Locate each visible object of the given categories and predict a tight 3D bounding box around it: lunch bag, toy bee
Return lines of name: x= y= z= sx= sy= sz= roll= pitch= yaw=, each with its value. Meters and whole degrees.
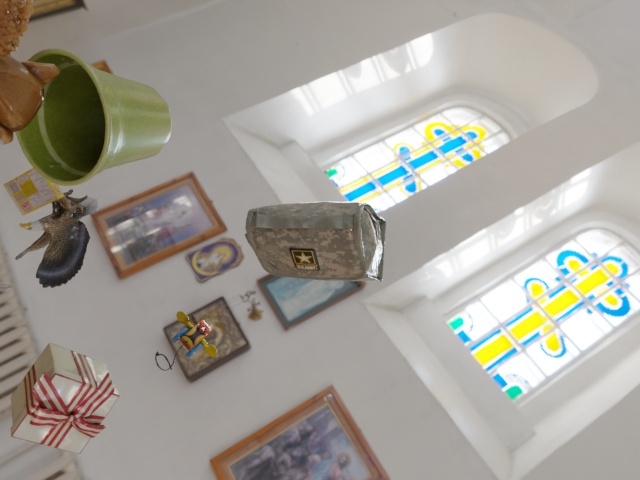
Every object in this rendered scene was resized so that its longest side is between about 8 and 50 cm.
lunch bag: x=0.000 y=0.000 z=1.047 sx=0.287 sy=0.235 sz=0.169 roll=28 pitch=66 yaw=-70
toy bee: x=-0.438 y=0.347 z=1.770 sx=0.195 sy=0.162 sz=0.298 roll=45 pitch=13 yaw=-22

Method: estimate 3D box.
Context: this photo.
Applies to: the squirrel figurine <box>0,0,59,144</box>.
squirrel figurine: x=-0.628 y=-0.333 z=0.813 sx=0.396 sy=0.281 sz=0.370 roll=-8 pitch=-39 yaw=43

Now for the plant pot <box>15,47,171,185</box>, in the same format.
plant pot: x=-0.490 y=-0.274 z=1.141 sx=0.275 sy=0.254 sz=0.276 roll=5 pitch=-77 yaw=23

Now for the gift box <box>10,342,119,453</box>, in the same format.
gift box: x=-0.820 y=0.491 z=1.605 sx=0.255 sy=0.276 sz=0.258 roll=31 pitch=-1 yaw=-37

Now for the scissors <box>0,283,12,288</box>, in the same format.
scissors: x=-0.792 y=0.081 z=1.024 sx=0.021 sy=0.296 sz=0.109 roll=113 pitch=-35 yaw=-86

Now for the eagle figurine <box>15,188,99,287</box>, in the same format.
eagle figurine: x=-0.895 y=-0.026 z=1.685 sx=0.226 sy=0.225 sz=0.299 roll=-109 pitch=-145 yaw=-63

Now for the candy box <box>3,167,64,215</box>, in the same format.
candy box: x=-0.826 y=-0.144 z=1.437 sx=0.205 sy=0.027 sz=0.105 roll=-14 pitch=-69 yaw=33
